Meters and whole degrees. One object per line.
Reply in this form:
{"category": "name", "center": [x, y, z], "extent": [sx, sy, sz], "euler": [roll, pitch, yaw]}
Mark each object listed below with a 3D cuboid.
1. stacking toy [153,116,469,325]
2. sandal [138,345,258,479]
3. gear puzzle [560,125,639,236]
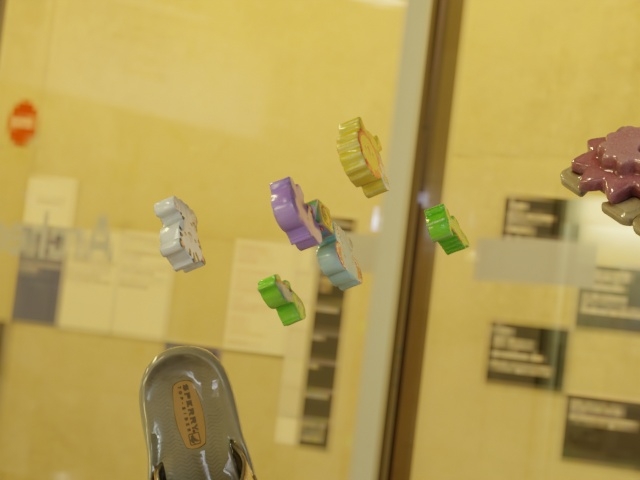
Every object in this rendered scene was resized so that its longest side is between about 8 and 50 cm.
{"category": "stacking toy", "center": [0.000, 0.000, 1.157], "extent": [0.167, 0.052, 0.221], "euler": [-22, -30, 18]}
{"category": "sandal", "center": [-0.059, 0.138, 0.853], "extent": [0.072, 0.180, 0.049], "euler": [-16, -19, -8]}
{"category": "gear puzzle", "center": [0.338, -0.089, 1.029], "extent": [0.338, 0.044, 0.175], "euler": [-25, 35, -17]}
